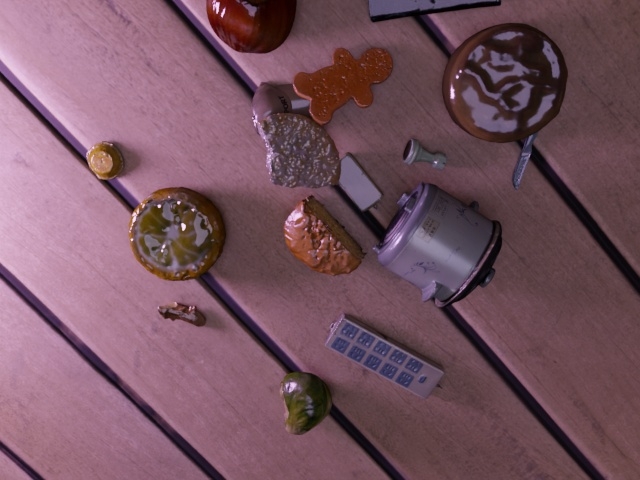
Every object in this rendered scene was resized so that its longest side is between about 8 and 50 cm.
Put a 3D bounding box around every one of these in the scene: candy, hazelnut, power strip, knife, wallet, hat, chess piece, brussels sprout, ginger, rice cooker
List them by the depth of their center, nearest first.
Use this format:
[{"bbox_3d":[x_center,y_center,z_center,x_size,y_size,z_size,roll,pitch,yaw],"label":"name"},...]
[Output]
[{"bbox_3d":[-0.165,-0.552,1.613,0.212,0.181,0.181,19,78,-4],"label":"hazelnut"},{"bbox_3d":[0.267,-0.628,1.619,0.318,0.045,0.172,-7,109,5],"label":"wallet"},{"bbox_3d":[0.306,0.015,1.699,0.317,0.264,0.316,6,67,-15],"label":"rice cooker"},{"bbox_3d":[-0.087,-0.337,1.704,0.175,0.085,0.147,-12,104,8],"label":"hat"},{"bbox_3d":[0.269,-0.216,1.735,0.103,0.067,0.067,16,107,-10],"label":"chess piece"},{"bbox_3d":[0.530,-0.230,1.738,0.028,0.015,0.210,14,107,-6],"label":"knife"},{"bbox_3d":[0.098,-0.147,1.780,0.076,0.028,0.169,-37,99,12],"label":"power strip"},{"bbox_3d":[-0.383,-0.017,1.806,0.260,0.118,0.259,2,104,8],"label":"candy"},{"bbox_3d":[-0.388,0.205,1.907,0.137,0.044,0.057,17,77,-8],"label":"ginger"},{"bbox_3d":[0.188,0.330,1.909,0.367,0.043,0.106,29,107,-5],"label":"power strip"},{"bbox_3d":[-0.042,0.458,1.913,0.145,0.131,0.183,-8,101,11],"label":"brussels sprout"}]

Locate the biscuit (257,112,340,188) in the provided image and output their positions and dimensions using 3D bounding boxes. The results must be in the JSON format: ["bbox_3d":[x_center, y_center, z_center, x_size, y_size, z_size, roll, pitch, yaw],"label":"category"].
[{"bbox_3d":[-0.058,-0.215,1.710,0.188,0.040,0.265,-46,115,4],"label":"biscuit"}]

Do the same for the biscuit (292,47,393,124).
[{"bbox_3d":[0.066,-0.395,1.685,0.250,0.036,0.165,-30,87,-2],"label":"biscuit"}]

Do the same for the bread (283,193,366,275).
[{"bbox_3d":[0.000,0.000,1.780,0.139,0.143,0.229,-40,97,24],"label":"bread"}]

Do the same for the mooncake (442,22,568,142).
[{"bbox_3d":[0.440,-0.375,1.627,0.284,0.155,0.284,1,103,5],"label":"mooncake"}]

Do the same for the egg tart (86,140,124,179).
[{"bbox_3d":[-0.574,-0.210,1.795,0.105,0.039,0.105,0,106,1],"label":"egg tart"}]
